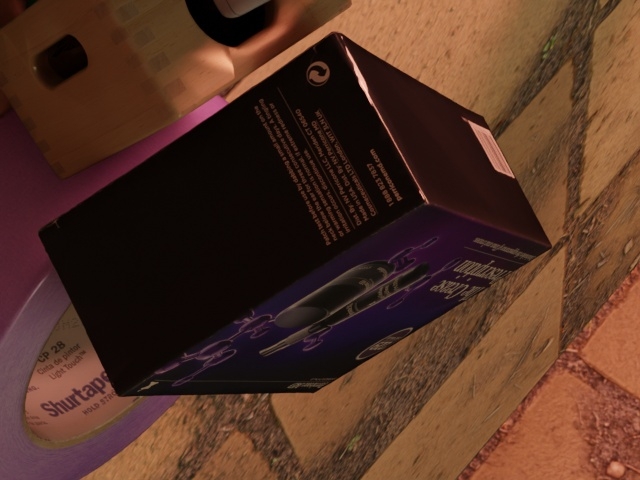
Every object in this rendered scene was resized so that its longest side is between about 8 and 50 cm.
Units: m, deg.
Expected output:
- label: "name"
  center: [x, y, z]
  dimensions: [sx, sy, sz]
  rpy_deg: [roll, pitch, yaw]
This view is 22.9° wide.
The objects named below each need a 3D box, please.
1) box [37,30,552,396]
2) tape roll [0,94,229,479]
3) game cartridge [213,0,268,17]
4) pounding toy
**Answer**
- label: "box"
  center: [0.000, 0.000, 0.859]
  dimensions: [0.184, 0.103, 0.261]
  rpy_deg: [-30, 166, 17]
- label: "tape roll"
  center: [-0.139, 0.025, 0.959]
  dimensions: [0.275, 0.090, 0.275]
  rpy_deg: [-44, 159, -21]
- label: "game cartridge"
  center: [0.022, -0.250, 0.722]
  dimensions: [0.294, 0.196, 0.060]
  rpy_deg: [-37, -166, -33]
- label: "pounding toy"
  center: [-0.041, -0.137, 0.793]
  dimensions: [0.206, 0.094, 0.181]
  rpy_deg: [-38, -169, -35]
